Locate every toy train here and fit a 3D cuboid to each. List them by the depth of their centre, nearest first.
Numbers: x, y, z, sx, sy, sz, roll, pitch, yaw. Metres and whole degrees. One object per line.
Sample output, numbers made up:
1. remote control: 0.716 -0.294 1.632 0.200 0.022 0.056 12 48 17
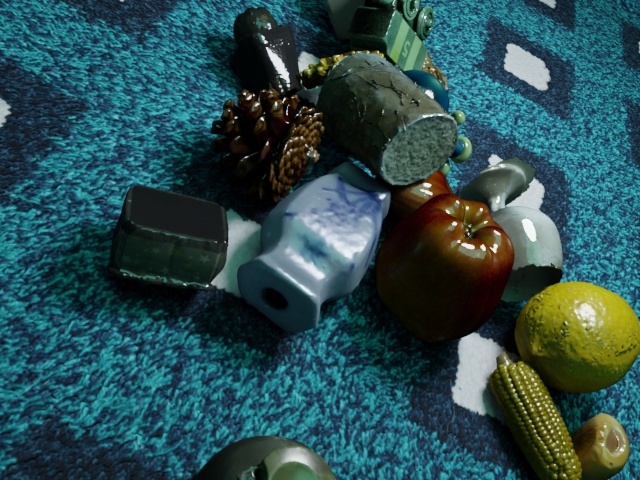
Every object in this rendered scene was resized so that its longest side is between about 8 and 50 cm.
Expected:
1. toy train: 0.204 -0.598 1.695 0.167 0.238 0.299 20 1 32

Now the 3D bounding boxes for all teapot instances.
1. teapot: -0.045 0.450 0.938 0.321 0.239 0.239 45 52 4

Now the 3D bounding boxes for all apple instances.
1. apple: 0.267 0.064 1.317 0.288 0.316 0.288 16 38 -13

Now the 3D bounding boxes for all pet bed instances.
1. pet bed: -0.294 0.013 1.159 0.211 0.159 0.183 12 29 -22

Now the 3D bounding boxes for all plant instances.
1. plant: -0.145 -0.478 1.542 0.142 0.164 0.256 -18 81 -34

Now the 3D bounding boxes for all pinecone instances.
1. pinecone: -0.126 -0.221 1.339 0.264 0.264 0.264 13 55 -19

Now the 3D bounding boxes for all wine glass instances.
1. wine glass: 0.485 -0.019 1.521 0.238 0.238 0.323 7 53 -23

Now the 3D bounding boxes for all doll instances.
1. doll: 0.274 -0.337 1.633 0.186 0.198 0.322 1 52 -57

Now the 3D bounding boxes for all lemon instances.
1. lemon: 0.604 0.224 1.392 0.310 0.258 0.257 1 59 -28

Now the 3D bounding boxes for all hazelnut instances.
1. hazelnut: 0.232 -0.115 1.479 0.181 0.212 0.181 -31 104 4

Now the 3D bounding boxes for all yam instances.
1. yam: 0.150 -0.289 1.414 0.241 0.241 0.348 -5 37 -30

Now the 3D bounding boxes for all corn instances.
1. corn: 0.474 0.399 1.317 0.119 0.119 0.321 -11 67 -32

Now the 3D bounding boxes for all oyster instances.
1. oyster: 0.317 -0.557 1.882 0.223 0.083 0.214 16 56 -25

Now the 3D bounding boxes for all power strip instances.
1. power strip: 0.092 -0.737 1.772 0.139 0.224 0.140 -2 49 23

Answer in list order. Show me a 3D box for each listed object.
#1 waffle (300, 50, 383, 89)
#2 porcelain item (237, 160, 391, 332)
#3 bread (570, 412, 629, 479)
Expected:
1. waffle: 0.058 -0.451 1.585 0.232 0.228 0.051 -11 90 2
2. porcelain item: 0.000 0.000 1.291 0.243 0.178 0.405 37 46 1
3. bread: 0.610 0.470 1.312 0.085 0.173 0.134 20 52 5
